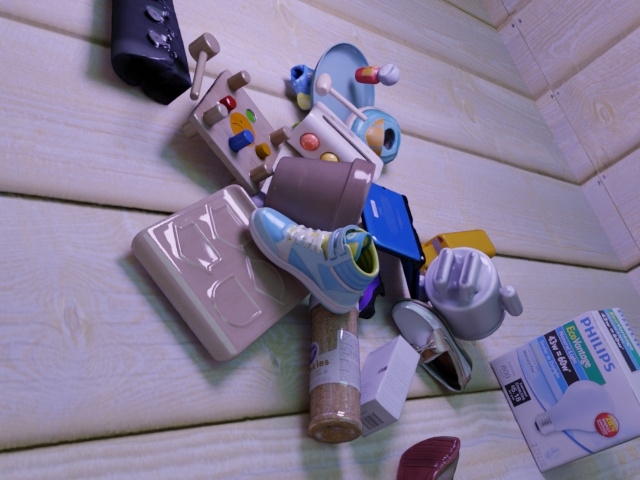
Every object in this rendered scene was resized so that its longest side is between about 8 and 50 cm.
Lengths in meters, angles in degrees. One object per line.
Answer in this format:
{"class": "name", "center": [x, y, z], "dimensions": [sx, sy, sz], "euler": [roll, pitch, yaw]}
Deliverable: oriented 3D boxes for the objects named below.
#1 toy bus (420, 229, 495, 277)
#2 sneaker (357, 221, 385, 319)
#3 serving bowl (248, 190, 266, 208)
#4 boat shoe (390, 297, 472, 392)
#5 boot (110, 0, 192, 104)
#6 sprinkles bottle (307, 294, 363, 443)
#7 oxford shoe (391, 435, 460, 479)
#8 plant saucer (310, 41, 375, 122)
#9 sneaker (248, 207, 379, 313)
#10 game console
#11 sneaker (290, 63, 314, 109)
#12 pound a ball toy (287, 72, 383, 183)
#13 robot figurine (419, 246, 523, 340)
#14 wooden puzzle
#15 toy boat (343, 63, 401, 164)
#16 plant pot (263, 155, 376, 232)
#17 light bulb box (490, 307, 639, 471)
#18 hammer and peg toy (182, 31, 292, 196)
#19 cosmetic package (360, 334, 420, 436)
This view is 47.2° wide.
{"class": "toy bus", "center": [0.399, 0.044, 2.259], "dimensions": [0.332, 0.130, 0.108], "euler": [-6, 64, -50]}
{"class": "sneaker", "center": [0.110, 0.088, 1.942], "dimensions": [0.146, 0.102, 0.293], "euler": [38, 42, -27]}
{"class": "serving bowl", "center": [-0.155, -0.087, 1.848], "dimensions": [0.083, 0.027, 0.083], "euler": [28, 43, -30]}
{"class": "boat shoe", "center": [0.301, 0.280, 1.965], "dimensions": [0.302, 0.113, 0.103], "euler": [45, 31, -12]}
{"class": "boot", "center": [-0.501, -0.583, 1.809], "dimensions": [0.366, 0.146, 0.446], "euler": [16, 54, -37]}
{"class": "sprinkles bottle", "center": [0.033, 0.273, 1.667], "dimensions": [0.121, 0.121, 0.356], "euler": [28, 42, -29]}
{"class": "oxford shoe", "center": [0.241, 0.568, 1.685], "dimensions": [0.348, 0.122, 0.130], "euler": [-29, 109, -55]}
{"class": "plant saucer", "center": [0.063, -0.447, 2.262], "dimensions": [0.317, 0.043, 0.318], "euler": [-11, 105, -50]}
{"class": "sneaker", "center": [0.000, 0.000, 1.631], "dimensions": [0.319, 0.208, 0.127], "euler": [40, 45, -1]}
{"class": "game console", "center": [0.181, 0.005, 2.019], "dimensions": [0.250, 0.173, 0.293], "euler": [20, 34, -22]}
{"class": "sneaker", "center": [-0.023, -0.508, 2.272], "dimensions": [0.126, 0.091, 0.240], "euler": [59, 32, -26]}
{"class": "pound a ball toy", "center": [0.045, -0.285, 2.083], "dimensions": [0.319, 0.208, 0.136], "euler": [42, 37, -15]}
{"class": "robot figurine", "center": [0.408, 0.154, 2.044], "dimensions": [0.200, 0.299, 0.353], "euler": [-67, 151, -22]}
{"class": "wooden puzzle", "center": [-0.212, 0.067, 1.620], "dimensions": [0.322, 0.080, 0.348], "euler": [52, 40, 1]}
{"class": "toy boat", "center": [0.170, -0.380, 2.256], "dimensions": [0.267, 0.148, 0.319], "euler": [-10, 105, -51]}
{"class": "plant pot", "center": [-0.011, -0.100, 1.800], "dimensions": [0.229, 0.263, 0.263], "euler": [19, 40, 1]}
{"class": "light bulb box", "center": [0.758, 0.430, 2.130], "dimensions": [0.225, 0.361, 0.358], "euler": [2, 59, -47]}
{"class": "hammer and peg toy", "center": [-0.236, -0.305, 1.806], "dimensions": [0.361, 0.127, 0.266], "euler": [51, 34, -25]}
{"class": "cosmetic package", "center": [0.148, 0.342, 1.742], "dimensions": [0.085, 0.117, 0.231], "euler": [45, 35, -12]}
